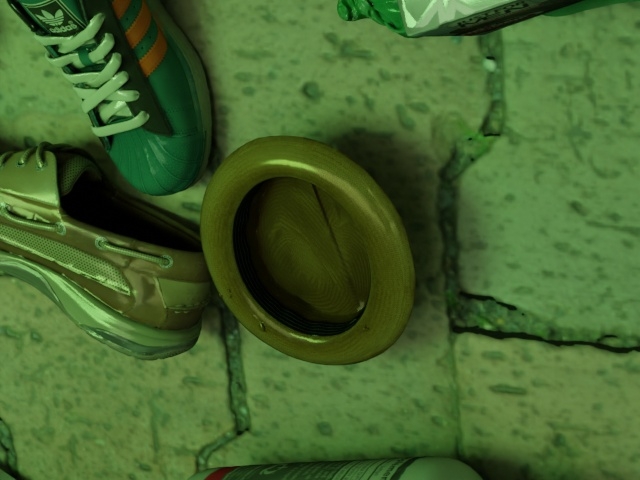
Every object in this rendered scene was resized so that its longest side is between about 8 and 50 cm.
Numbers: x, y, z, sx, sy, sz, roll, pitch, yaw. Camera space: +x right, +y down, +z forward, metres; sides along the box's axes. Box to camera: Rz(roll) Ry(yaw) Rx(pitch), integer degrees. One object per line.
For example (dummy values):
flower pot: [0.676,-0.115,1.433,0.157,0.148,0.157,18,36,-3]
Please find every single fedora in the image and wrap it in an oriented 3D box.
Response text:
fedora: [0.000,0.000,1.124,0.194,0.079,0.194,12,121,21]

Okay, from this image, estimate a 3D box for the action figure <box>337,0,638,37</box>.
action figure: [0.111,-0.195,0.995,0.232,0.063,0.137,-16,104,27]

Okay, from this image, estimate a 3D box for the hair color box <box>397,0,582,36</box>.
hair color box: [0.107,-0.326,0.872,0.185,0.114,0.374,-14,90,32]

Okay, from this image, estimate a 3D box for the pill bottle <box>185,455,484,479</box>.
pill bottle: [0.041,0.260,1.150,0.319,0.176,0.176,-7,106,30]

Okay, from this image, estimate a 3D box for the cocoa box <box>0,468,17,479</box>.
cocoa box: [-0.338,0.433,1.383,0.228,0.231,0.347,31,121,12]

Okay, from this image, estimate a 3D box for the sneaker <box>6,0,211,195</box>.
sneaker: [-0.179,-0.166,1.123,0.108,0.121,0.302,-11,105,31]

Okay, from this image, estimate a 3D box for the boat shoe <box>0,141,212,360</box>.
boat shoe: [-0.224,-0.029,1.214,0.324,0.123,0.116,29,115,6]
